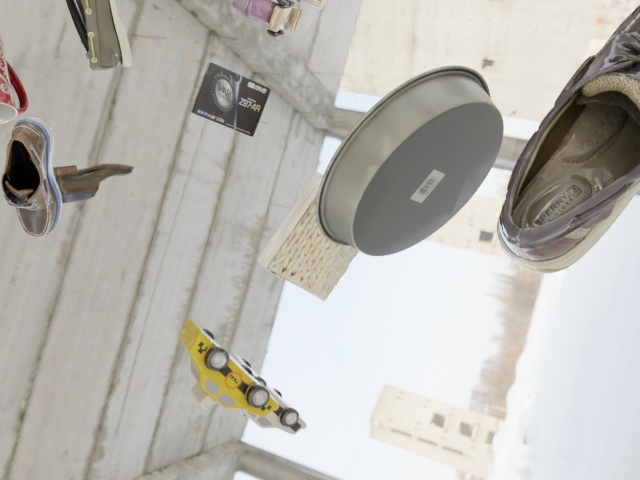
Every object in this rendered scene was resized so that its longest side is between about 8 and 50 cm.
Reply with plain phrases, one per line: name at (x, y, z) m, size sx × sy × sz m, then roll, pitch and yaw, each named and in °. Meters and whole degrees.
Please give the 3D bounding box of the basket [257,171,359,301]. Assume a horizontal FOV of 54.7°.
basket at (0.000, 0.000, 0.948) m, size 0.167 × 0.103 × 0.113 m, roll -57°, pitch -16°, yaw -5°

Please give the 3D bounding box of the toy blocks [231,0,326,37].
toy blocks at (-0.101, -0.581, 1.128) m, size 0.308 × 0.260 × 0.288 m, roll -66°, pitch -5°, yaw 27°

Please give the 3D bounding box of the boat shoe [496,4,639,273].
boat shoe at (0.238, -0.100, 0.480) m, size 0.285 × 0.103 × 0.092 m, roll -52°, pitch -21°, yaw 4°

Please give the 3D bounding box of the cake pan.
cake pan at (0.128, -0.088, 0.816) m, size 0.293 × 0.054 × 0.293 m, roll -28°, pitch -32°, yaw -20°

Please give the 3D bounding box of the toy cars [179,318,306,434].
toy cars at (-0.138, 0.256, 1.045) m, size 0.087 × 0.176 × 0.393 m, roll -45°, pitch -25°, yaw -10°

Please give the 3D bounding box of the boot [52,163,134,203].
boot at (-0.645, -0.166, 1.778) m, size 0.082 × 0.220 × 0.106 m, roll -154°, pitch 60°, yaw -72°

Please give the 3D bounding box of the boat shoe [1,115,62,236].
boat shoe at (-0.404, -0.076, 0.848) m, size 0.066 × 0.066 × 0.183 m, roll -80°, pitch -1°, yaw -57°

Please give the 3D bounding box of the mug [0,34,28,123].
mug at (-0.657, -0.317, 1.206) m, size 0.150 × 0.113 × 0.169 m, roll 116°, pitch 141°, yaw -79°

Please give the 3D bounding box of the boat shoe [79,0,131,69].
boat shoe at (-0.484, -0.517, 1.311) m, size 0.091 × 0.109 × 0.304 m, roll -17°, pitch -69°, yaw -17°

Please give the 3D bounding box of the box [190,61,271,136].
box at (-0.113, -0.176, 0.778) m, size 0.067 × 0.083 × 0.018 m, roll -67°, pitch 23°, yaw 6°

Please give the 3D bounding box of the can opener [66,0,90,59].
can opener at (-0.542, -0.491, 1.435) m, size 0.073 × 0.059 × 0.186 m, roll -85°, pitch -21°, yaw -49°
